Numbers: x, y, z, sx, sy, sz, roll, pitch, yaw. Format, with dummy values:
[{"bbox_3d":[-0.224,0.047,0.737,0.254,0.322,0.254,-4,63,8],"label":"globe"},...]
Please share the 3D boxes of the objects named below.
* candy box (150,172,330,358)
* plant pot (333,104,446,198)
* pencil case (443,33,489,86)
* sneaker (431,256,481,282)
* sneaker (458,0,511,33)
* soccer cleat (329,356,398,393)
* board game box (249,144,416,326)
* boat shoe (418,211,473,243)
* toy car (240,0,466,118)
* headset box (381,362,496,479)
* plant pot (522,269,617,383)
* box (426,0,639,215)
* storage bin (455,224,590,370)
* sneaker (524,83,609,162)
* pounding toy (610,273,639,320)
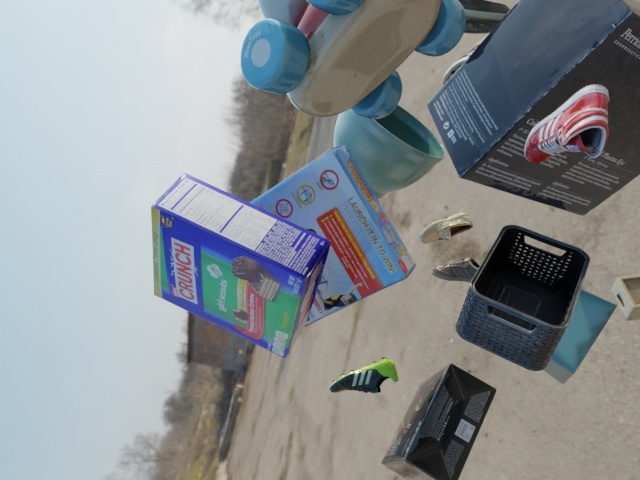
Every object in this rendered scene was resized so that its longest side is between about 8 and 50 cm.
[{"bbox_3d":[-0.167,0.056,1.045,0.122,0.317,0.268,-55,-14,-43],"label":"candy box"},{"bbox_3d":[0.149,-0.234,1.389,0.196,0.293,0.293,-53,18,28],"label":"plant pot"},{"bbox_3d":[0.433,-0.396,1.218,0.410,0.184,0.159,-45,-11,-41],"label":"pencil case"},{"bbox_3d":[0.402,0.077,1.487,0.066,0.189,0.071,-20,-67,-54],"label":"sneaker"},{"bbox_3d":[0.216,-0.420,0.881,0.083,0.222,0.118,-11,-65,-76],"label":"sneaker"},{"bbox_3d":[0.105,0.348,1.307,0.060,0.179,0.072,32,-146,-64],"label":"soccer cleat"},{"bbox_3d":[0.000,0.000,1.174,0.302,0.308,0.086,-29,2,29],"label":"board game box"},{"bbox_3d":[0.383,-0.029,1.621,0.063,0.170,0.059,59,-174,-52],"label":"boat shoe"},{"bbox_3d":[0.006,-0.293,0.627,0.210,0.219,0.237,-43,64,34],"label":"toy car"},{"bbox_3d":[0.245,0.414,1.164,0.218,0.110,0.293,-57,-9,-22],"label":"headset box"},{"bbox_3d":[0.471,0.167,1.161,0.165,0.234,0.165,-53,-26,-10],"label":"plant pot"},{"bbox_3d":[0.418,-0.227,0.866,0.312,0.344,0.178,-47,44,40],"label":"box"},{"bbox_3d":[0.272,0.070,0.716,0.180,0.122,0.084,-43,-31,-45],"label":"storage bin"},{"bbox_3d":[0.260,-0.104,0.571,0.118,0.042,0.067,121,164,-58],"label":"sneaker"},{"bbox_3d":[0.938,0.159,1.564,0.100,0.130,0.141,80,-177,-48],"label":"pounding toy"}]
